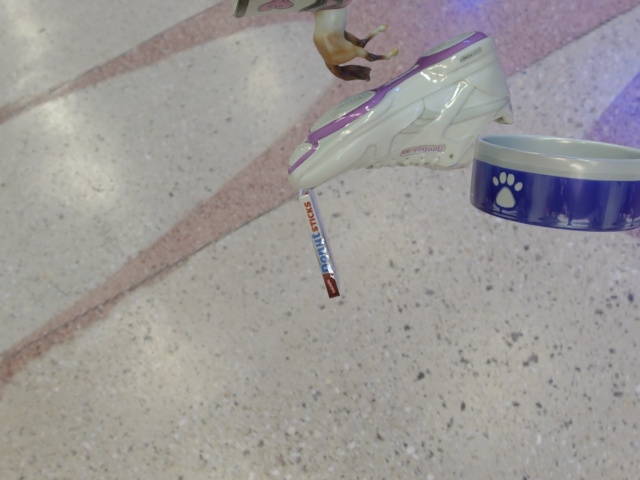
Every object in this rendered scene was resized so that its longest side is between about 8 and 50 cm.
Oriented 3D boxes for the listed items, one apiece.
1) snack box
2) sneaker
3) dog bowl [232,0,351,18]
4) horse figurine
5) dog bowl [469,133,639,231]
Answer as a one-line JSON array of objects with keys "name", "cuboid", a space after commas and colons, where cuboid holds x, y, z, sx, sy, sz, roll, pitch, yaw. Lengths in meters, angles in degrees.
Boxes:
[{"name": "snack box", "cuboid": [0.000, 0.000, 1.265, 0.022, 0.178, 0.064, -14, 21, 6]}, {"name": "sneaker", "cuboid": [0.106, -0.126, 0.970, 0.305, 0.152, 0.114, -31, 19, -7]}, {"name": "dog bowl", "cuboid": [-0.011, -0.475, 1.004, 0.150, 0.408, 0.408, 7, 51, -10]}, {"name": "horse figurine", "cuboid": [0.040, -0.383, 1.375, 0.174, 0.263, 0.066, -17, 30, -14]}, {"name": "dog bowl", "cuboid": [0.363, -0.094, 1.219, 0.264, 0.104, 0.265, 4, 14, -1]}]
